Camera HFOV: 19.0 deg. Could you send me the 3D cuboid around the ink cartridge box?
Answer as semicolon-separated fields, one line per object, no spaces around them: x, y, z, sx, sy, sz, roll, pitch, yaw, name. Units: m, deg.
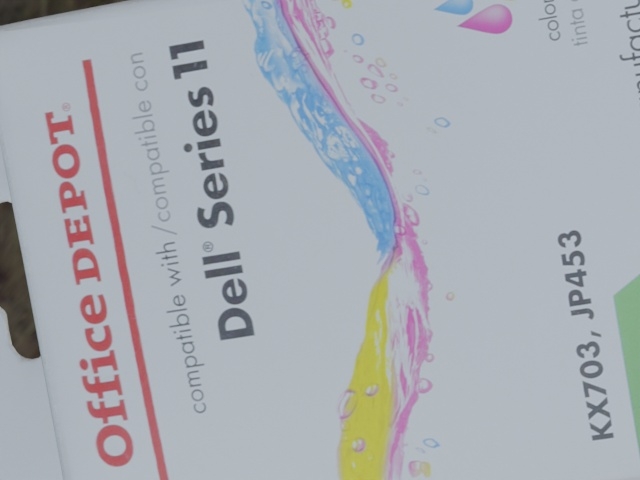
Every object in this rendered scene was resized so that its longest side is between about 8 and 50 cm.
0.000;0.000;0.737;0.353;0.119;0.207;-10;95;10;ink cartridge box
